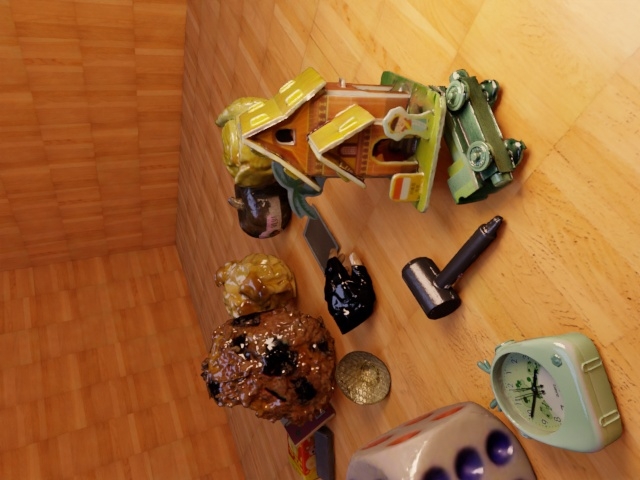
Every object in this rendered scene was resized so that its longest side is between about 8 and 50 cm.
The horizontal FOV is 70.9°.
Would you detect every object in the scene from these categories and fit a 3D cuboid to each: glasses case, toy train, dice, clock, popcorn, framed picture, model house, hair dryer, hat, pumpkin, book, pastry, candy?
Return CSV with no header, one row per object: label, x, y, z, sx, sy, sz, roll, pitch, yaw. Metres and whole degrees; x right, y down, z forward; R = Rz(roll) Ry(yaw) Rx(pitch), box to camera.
glasses case,0.017,0.722,1.511,0.072,0.042,0.190,16,113,53
toy train,0.239,-0.167,0.724,0.132,0.083,0.200,131,128,-65
dice,0.208,0.454,0.804,0.251,0.259,0.242,-51,55,56
clock,0.332,0.224,0.693,0.211,0.066,0.159,-26,76,63
popcorn,-0.226,0.173,1.541,0.333,0.225,0.264,6,91,37
framed picture,0.000,0.000,1.327,0.183,0.011,0.141,60,147,35
model house,0.010,-0.139,0.848,0.300,0.324,0.339,-111,22,-59
hair dryer,0.239,0.033,0.816,0.114,0.071,0.248,61,144,33
hat,0.118,0.344,1.167,0.146,0.067,0.145,3,99,21
pumpkin,-0.215,-0.130,1.507,0.260,0.190,0.260,26,120,58
book,-0.070,0.554,1.507,0.232,0.162,0.022,39,163,53
pastry,-0.133,0.359,1.340,0.292,0.406,0.337,176,114,-80
candy,-0.057,0.695,1.595,0.146,0.088,0.275,18,115,59
popcorn,-0.155,-0.274,1.264,0.276,0.277,0.225,-42,66,59

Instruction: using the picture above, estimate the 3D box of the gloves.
gloves,0.060,0.113,1.149,0.164,0.124,0.203,-49,62,35
